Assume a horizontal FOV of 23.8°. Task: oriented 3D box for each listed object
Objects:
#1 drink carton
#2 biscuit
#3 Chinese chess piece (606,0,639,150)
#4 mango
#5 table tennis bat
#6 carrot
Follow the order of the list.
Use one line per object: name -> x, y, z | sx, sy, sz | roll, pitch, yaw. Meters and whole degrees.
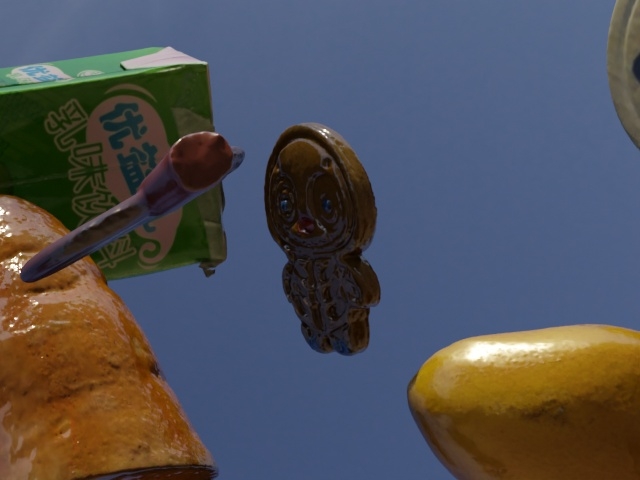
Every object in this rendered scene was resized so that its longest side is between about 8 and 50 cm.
drink carton -> -0.212, -0.042, 1.116 | 0.271, 0.108, 0.161 | -11, -71, -20
biscuit -> 0.000, 0.000, 1.121 | 0.026, 0.124, 0.175 | -12, -84, -34
Chinese chess piece -> 0.374, -0.171, 1.355 | 0.104, 0.257, 0.257 | 1, -87, -35
mango -> 0.167, 0.126, 1.050 | 0.219, 0.112, 0.144 | 9, -82, 6
table tennis bat -> -0.064, -0.015, 0.566 | 0.098, 0.155, 0.019 | -30, -88, -22
carrot -> -0.173, 0.073, 0.972 | 0.159, 0.159, 0.225 | -3, -118, -35
